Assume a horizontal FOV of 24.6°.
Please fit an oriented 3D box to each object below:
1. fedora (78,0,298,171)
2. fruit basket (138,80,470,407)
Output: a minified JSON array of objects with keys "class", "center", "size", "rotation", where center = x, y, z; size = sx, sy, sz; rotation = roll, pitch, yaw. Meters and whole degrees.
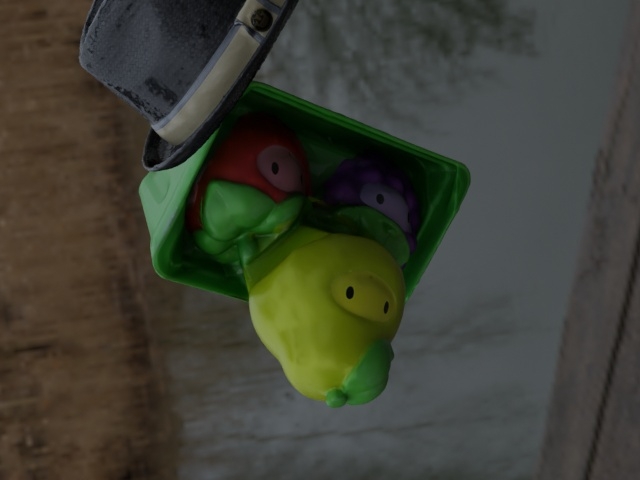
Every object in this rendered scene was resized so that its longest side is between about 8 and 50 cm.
[{"class":"fedora","center":[-0.134,-0.241,1.454],"size":[0.334,0.152,0.334],"rotation":[-51,20,26]},{"class":"fruit basket","center":[0.000,0.000,1.672],"size":[0.283,0.392,0.392],"rotation":[-63,24,12]}]
